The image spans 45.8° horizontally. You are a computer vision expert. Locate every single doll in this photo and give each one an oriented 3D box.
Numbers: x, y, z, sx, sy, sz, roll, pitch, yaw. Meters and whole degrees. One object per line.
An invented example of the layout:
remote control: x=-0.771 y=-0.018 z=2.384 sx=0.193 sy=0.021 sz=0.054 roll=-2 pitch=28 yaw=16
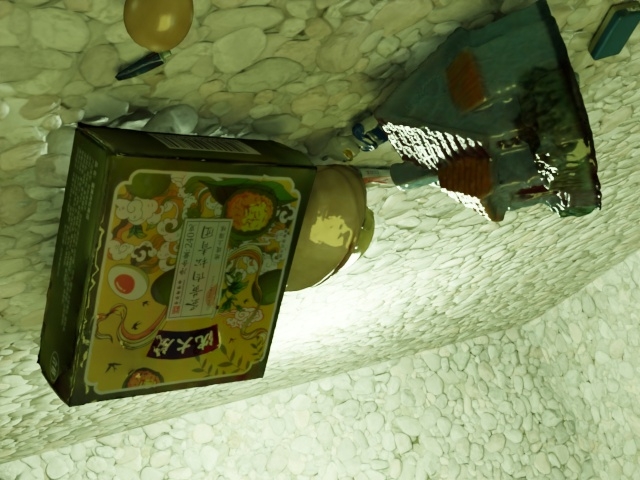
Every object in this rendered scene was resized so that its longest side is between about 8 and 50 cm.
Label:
doll: x=0.103 y=-0.195 z=1.364 sx=0.227 sy=0.057 sz=0.114 roll=-26 pitch=163 yaw=6

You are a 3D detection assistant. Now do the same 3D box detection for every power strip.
power strip: x=0.523 y=-0.372 z=1.343 sx=0.056 sy=0.032 sz=0.123 roll=-17 pitch=159 yaw=-10

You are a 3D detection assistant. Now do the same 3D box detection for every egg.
egg: x=-0.187 y=-0.270 z=0.882 sx=0.080 sy=0.080 sz=0.096 roll=-5 pitch=138 yaw=-35

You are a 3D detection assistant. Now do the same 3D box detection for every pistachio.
pistachio: x=-0.026 y=-0.020 z=1.433 sx=0.194 sy=0.214 sz=0.318 roll=-20 pitch=149 yaw=-38

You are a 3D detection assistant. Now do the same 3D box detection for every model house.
model house: x=0.259 y=-0.170 z=1.268 sx=0.339 sy=0.297 sz=0.360 roll=-14 pitch=162 yaw=16

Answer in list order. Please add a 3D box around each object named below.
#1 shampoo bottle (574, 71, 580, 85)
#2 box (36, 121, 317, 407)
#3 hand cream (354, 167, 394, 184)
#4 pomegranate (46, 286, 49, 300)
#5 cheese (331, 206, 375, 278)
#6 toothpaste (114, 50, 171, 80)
shampoo bottle: x=0.481 y=-0.275 z=1.523 sx=0.072 sy=0.049 sz=0.212 roll=-22 pitch=160 yaw=6
box: x=-0.226 y=0.038 z=1.220 sx=0.373 sy=0.138 sz=0.420 roll=0 pitch=112 yaw=-42
hand cream: x=0.121 y=-0.131 z=1.580 sx=0.216 sy=0.038 sz=0.052 roll=-4 pitch=-179 yaw=-45
pomegranate: x=-0.403 y=0.123 z=1.462 sx=0.285 sy=0.284 sz=0.341 roll=-2 pitch=-174 yaw=-40
cheese: x=0.000 y=0.000 z=1.669 sx=0.260 sy=0.128 sz=0.316 roll=-18 pitch=167 yaw=-26
toothpaste: x=-0.236 y=-0.233 z=1.010 sx=0.083 sy=0.019 sz=0.027 roll=-23 pitch=-177 yaw=10
